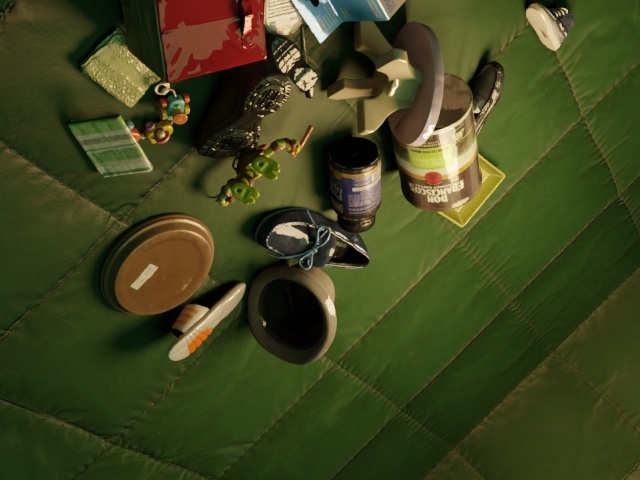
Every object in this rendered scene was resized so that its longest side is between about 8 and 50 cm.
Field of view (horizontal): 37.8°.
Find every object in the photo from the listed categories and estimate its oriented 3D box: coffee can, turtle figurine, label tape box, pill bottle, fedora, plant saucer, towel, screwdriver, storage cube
[{"bbox_3d":[0.271,-0.231,2.217,0.201,0.201,0.275,-33,140,-12],"label":"coffee can"},{"bbox_3d":[-0.129,-0.161,1.970,0.269,0.217,0.087,-35,104,6],"label":"turtle figurine"},{"bbox_3d":[0.092,-0.553,1.803,0.333,0.106,0.240,-49,142,-5],"label":"label tape box"},{"bbox_3d":[0.083,-0.126,2.214,0.123,0.123,0.219,-26,139,-21],"label":"pill bottle"},{"bbox_3d":[-0.053,0.161,2.326,0.124,0.244,0.275,-45,151,-49],"label":"fedora"},{"bbox_3d":[-0.354,0.064,2.077,0.278,0.041,0.278,-23,138,-22],"label":"plant saucer"},{"bbox_3d":[-0.363,-0.315,1.724,0.110,0.027,0.148,-45,142,4],"label":"towel"},{"bbox_3d":[0.387,-0.144,2.525,0.188,0.045,0.188,-52,141,10],"label":"plant saucer"},{"bbox_3d":[-0.033,-0.373,1.970,0.025,0.024,0.170,-9,131,4],"label":"screwdriver"},{"bbox_3d":[-0.397,-0.181,1.781,0.113,0.023,0.152,-6,141,14],"label":"towel"},{"bbox_3d":[-0.225,-0.403,1.615,0.193,0.215,0.183,-20,128,-25],"label":"storage cube"}]

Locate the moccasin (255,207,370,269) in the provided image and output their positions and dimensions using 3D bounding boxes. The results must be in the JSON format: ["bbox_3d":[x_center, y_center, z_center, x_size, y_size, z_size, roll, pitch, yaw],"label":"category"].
[{"bbox_3d":[0.000,0.000,2.263,0.342,0.117,0.137,4,122,-43],"label":"moccasin"}]

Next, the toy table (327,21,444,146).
[{"bbox_3d":[0.145,-0.344,1.995,0.161,0.274,0.252,6,155,-32],"label":"toy table"}]

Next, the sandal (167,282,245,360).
[{"bbox_3d":[-0.286,0.180,2.228,0.265,0.076,0.102,-45,162,-33],"label":"sandal"}]

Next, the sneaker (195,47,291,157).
[{"bbox_3d":[-0.162,-0.273,1.878,0.109,0.130,0.286,9,141,-40],"label":"sneaker"}]

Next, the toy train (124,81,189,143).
[{"bbox_3d":[-0.322,-0.226,1.804,0.166,0.046,0.125,-41,151,20],"label":"toy train"}]

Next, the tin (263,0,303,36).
[{"bbox_3d":[-0.076,-0.481,1.814,0.106,0.040,0.189,-17,135,-23],"label":"tin"}]

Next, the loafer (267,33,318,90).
[{"bbox_3d":[-0.067,-0.366,1.898,0.062,0.061,0.170,-42,147,0],"label":"loafer"}]

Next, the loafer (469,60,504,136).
[{"bbox_3d":[0.388,-0.339,2.318,0.078,0.076,0.223,-15,138,-42],"label":"loafer"}]

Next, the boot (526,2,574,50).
[{"bbox_3d":[0.566,-0.549,2.296,0.086,0.069,0.190,-53,150,1],"label":"boot"}]
